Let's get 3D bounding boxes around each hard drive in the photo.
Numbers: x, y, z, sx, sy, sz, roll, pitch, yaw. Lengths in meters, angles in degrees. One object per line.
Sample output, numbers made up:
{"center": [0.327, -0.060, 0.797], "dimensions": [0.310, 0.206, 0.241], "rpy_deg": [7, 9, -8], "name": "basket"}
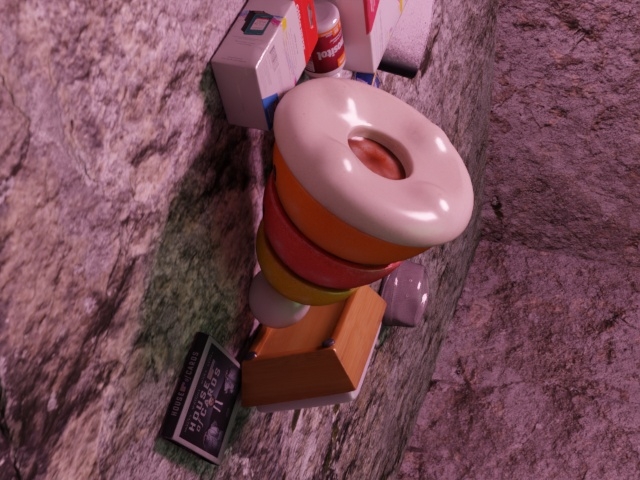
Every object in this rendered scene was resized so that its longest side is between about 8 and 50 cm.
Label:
{"center": [0.173, -0.502, 1.901], "dimensions": [0.054, 0.171, 0.255], "rpy_deg": [11, -89, 63], "name": "hard drive"}

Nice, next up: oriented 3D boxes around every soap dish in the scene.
{"center": [-0.013, 0.194, 1.633], "dimensions": [0.291, 0.228, 0.118], "rpy_deg": [-61, 135, -59], "name": "soap dish"}

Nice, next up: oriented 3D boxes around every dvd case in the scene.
{"center": [-0.192, 0.278, 1.474], "dimensions": [0.239, 0.029, 0.179], "rpy_deg": [64, 41, -63], "name": "dvd case"}

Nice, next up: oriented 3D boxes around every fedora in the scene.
{"center": [0.263, 0.174, 2.652], "dimensions": [0.244, 0.124, 0.276], "rpy_deg": [58, 46, -64], "name": "fedora"}

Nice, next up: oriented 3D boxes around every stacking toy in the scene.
{"center": [0.000, 0.000, 1.457], "dimensions": [0.480, 0.350, 0.351], "rpy_deg": [-55, 179, 38], "name": "stacking toy"}

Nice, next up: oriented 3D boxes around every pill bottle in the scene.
{"center": [0.001, -0.356, 1.571], "dimensions": [0.152, 0.086, 0.086], "rpy_deg": [76, 31, -53], "name": "pill bottle"}

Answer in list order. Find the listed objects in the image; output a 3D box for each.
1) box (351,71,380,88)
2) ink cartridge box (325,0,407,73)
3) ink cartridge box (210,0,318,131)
{"center": [0.087, -0.298, 1.926], "dimensions": [0.059, 0.054, 0.169], "rpy_deg": [41, 61, -70], "name": "box"}
{"center": [0.085, -0.511, 1.665], "dimensions": [0.226, 0.131, 0.306], "rpy_deg": [77, 31, -52], "name": "ink cartridge box"}
{"center": [-0.081, -0.304, 1.363], "dimensions": [0.134, 0.077, 0.231], "rpy_deg": [79, 28, -51], "name": "ink cartridge box"}
